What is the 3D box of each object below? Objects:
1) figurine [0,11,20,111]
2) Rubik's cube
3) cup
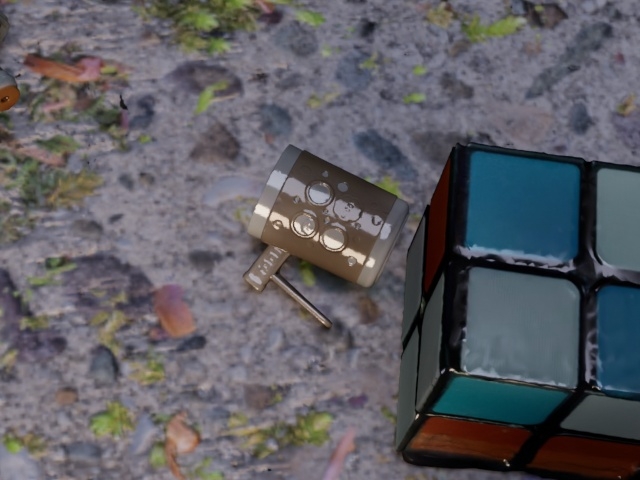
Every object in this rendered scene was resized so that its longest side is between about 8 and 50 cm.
[{"bbox_3d":[-0.283,-0.165,1.155,0.147,0.093,0.197,-35,82,2],"label":"figurine"},{"bbox_3d":[0.154,0.055,1.067,0.183,0.180,0.167,6,64,-4],"label":"Rubik's cube"},{"bbox_3d":[0.002,-0.004,1.128,0.099,0.074,0.102,25,65,3],"label":"cup"}]
